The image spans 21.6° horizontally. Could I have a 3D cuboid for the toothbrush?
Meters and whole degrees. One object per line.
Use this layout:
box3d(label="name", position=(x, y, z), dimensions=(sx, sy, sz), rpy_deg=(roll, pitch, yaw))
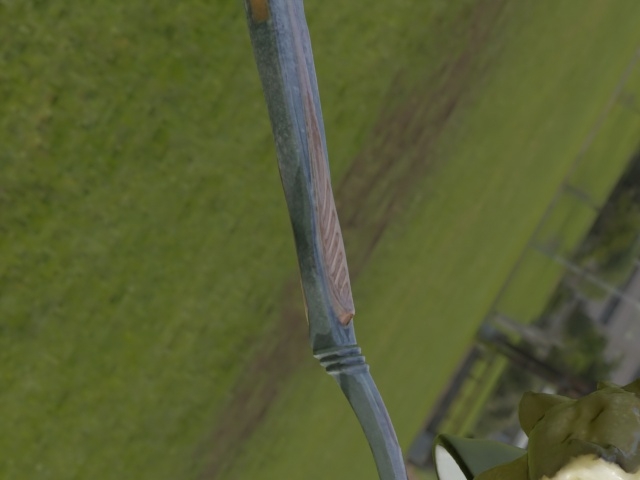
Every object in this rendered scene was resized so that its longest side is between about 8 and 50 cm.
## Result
box3d(label="toothbrush", position=(0.000, 0.000, 0.705), dimensions=(0.028, 0.037, 0.375), rpy_deg=(-1, 78, -58))

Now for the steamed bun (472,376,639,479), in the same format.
box3d(label="steamed bun", position=(0.233, 0.163, 0.970), dimensions=(0.295, 0.292, 0.137), rpy_deg=(-40, -155, 39))

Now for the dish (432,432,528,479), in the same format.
box3d(label="dish", position=(0.194, 0.262, 1.198), dimensions=(0.106, 0.316, 0.316), rpy_deg=(-25, 167, -5))
